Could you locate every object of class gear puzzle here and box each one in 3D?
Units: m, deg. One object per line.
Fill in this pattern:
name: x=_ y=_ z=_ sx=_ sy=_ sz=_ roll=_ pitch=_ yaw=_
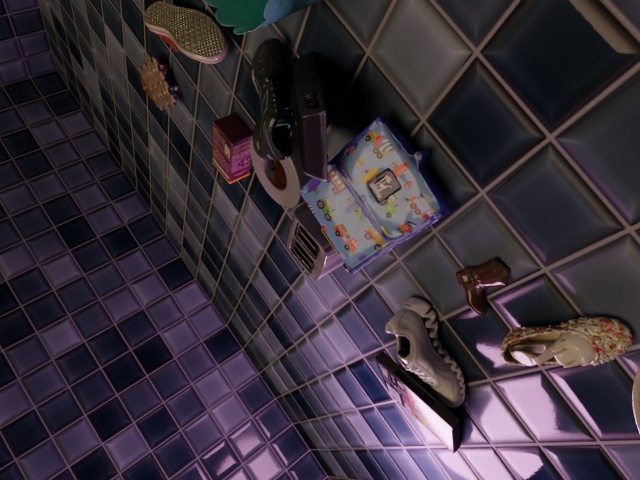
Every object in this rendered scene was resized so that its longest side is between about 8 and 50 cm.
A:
gear puzzle: x=-0.600 y=-0.572 z=1.770 sx=0.339 sy=0.044 sz=0.175 roll=16 pitch=132 yaw=57

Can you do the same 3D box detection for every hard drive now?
hard drive: x=-0.022 y=-0.254 z=0.972 sx=0.254 sy=0.054 sz=0.172 roll=-98 pitch=5 yaw=-46

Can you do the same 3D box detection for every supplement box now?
supplement box: x=-0.270 y=-0.278 z=1.466 sx=0.104 sy=0.081 sz=0.188 roll=50 pitch=152 yaw=17

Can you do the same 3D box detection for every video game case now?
video game case: x=0.262 y=0.431 z=1.272 sx=0.248 sy=0.035 sz=0.275 roll=38 pitch=163 yaw=34

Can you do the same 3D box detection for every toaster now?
toaster: x=0.000 y=0.000 z=1.269 sx=0.185 sy=0.110 sz=0.168 roll=49 pitch=152 yaw=17

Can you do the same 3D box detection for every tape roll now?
tape roll: x=-0.096 y=-0.198 z=1.269 sx=0.219 sy=0.072 sz=0.219 roll=41 pitch=148 yaw=32

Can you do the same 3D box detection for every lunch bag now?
lunch bag: x=0.124 y=-0.097 z=0.982 sx=0.221 sy=0.138 sz=0.293 roll=57 pitch=140 yaw=6

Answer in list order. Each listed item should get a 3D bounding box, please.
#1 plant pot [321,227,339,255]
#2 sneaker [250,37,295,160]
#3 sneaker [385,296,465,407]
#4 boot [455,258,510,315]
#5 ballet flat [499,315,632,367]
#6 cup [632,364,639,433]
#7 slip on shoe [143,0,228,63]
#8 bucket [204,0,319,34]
plant pot: x=0.068 y=-0.026 z=1.155 sx=0.081 sy=0.083 sz=0.081 roll=56 pitch=148 yaw=6
sneaker: x=-0.092 y=-0.309 z=1.076 sx=0.106 sy=0.101 sz=0.267 roll=30 pitch=125 yaw=52
sneaker: x=0.245 y=0.284 z=1.143 sx=0.110 sy=0.118 sz=0.292 roll=-11 pitch=109 yaw=59
boot: x=0.322 y=0.091 z=0.912 sx=0.106 sy=0.037 sz=0.114 roll=57 pitch=148 yaw=-2
ballet flat: x=0.405 y=0.186 z=0.820 sx=0.091 sy=0.077 sz=0.241 roll=58 pitch=152 yaw=3
cup: x=0.512 y=0.145 z=0.426 sx=0.331 sy=0.237 sz=0.331 roll=40 pitch=147 yaw=33
slip on shoe: x=-0.358 y=-0.562 z=1.320 sx=0.331 sy=0.123 sz=0.101 roll=34 pitch=177 yaw=30
bucket: x=-0.100 y=-0.521 z=0.830 sx=0.281 sy=0.183 sz=0.281 roll=39 pitch=147 yaw=32
